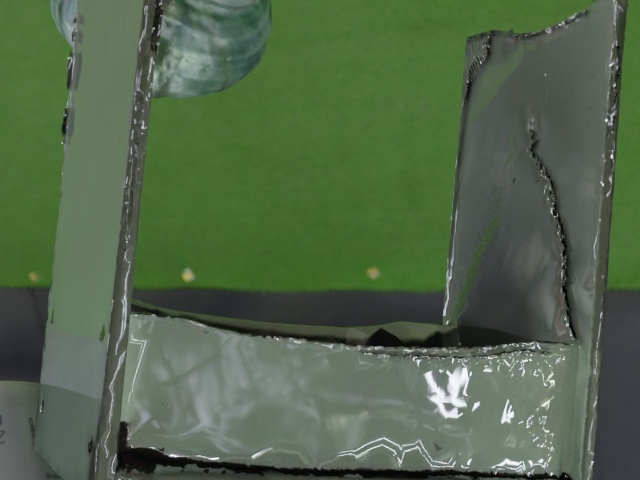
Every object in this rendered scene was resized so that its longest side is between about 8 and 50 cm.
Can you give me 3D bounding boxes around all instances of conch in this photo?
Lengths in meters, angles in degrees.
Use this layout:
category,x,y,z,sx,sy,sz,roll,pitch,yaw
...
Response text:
category,x,y,z,sx,sy,sz,roll,pitch,yaw
conch,-0.148,-0.238,1.387,0.195,0.220,0.277,34,134,-30

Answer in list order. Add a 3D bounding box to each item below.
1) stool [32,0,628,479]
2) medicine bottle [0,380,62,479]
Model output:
category,x,y,z,sx,sy,sz,roll,pitch,yaw
stool,0.000,0.000,0.706,0.170,0.244,0.269,-177,92,-70
medicine bottle,-0.177,0.236,0.783,0.157,0.157,0.288,-42,58,39
